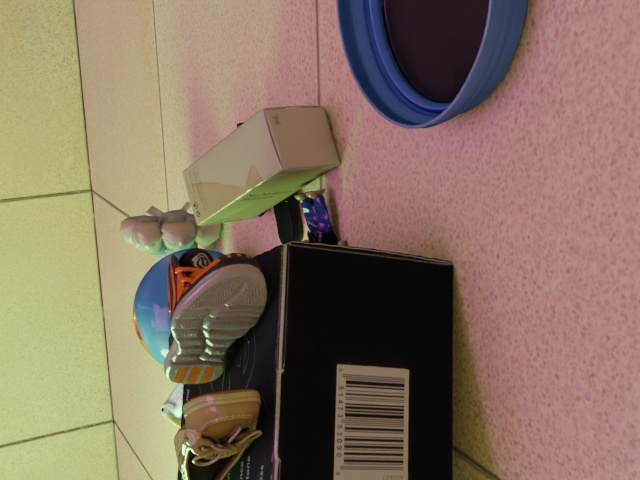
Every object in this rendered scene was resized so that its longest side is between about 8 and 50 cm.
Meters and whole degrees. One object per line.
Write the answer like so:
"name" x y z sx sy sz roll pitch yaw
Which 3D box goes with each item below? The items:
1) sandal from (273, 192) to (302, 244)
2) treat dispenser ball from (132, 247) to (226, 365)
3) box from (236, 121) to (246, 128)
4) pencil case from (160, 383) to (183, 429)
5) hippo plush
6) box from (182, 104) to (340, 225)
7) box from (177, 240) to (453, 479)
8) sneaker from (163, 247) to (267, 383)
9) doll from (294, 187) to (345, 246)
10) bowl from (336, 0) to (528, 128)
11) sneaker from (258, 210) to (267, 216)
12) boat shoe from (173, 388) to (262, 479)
"sandal" -0.088 -0.113 1.787 0.097 0.055 0.254 -22 79 63
"treat dispenser ball" -0.282 0.161 2.003 0.288 0.288 0.288 31 125 58
"box" -0.138 -0.208 1.844 0.018 0.067 0.083 3 100 63
"pencil case" -0.305 0.346 2.212 0.113 0.124 0.273 -104 38 -62
"hippo plush" -0.387 0.050 2.242 0.294 0.235 0.236 23 117 60
"box" -0.119 -0.138 1.668 0.311 0.148 0.121 -28 75 51
"box" -0.029 0.283 1.415 0.472 0.298 0.479 159 116 -62
"sneaker" -0.173 0.069 1.292 0.321 0.125 0.180 126 143 -48
"doll" 0.000 0.000 1.654 0.129 0.046 0.188 -8 98 55
"bowl" 0.145 -0.353 1.214 0.391 0.077 0.390 32 127 57
"sneaker" -0.149 -0.079 1.912 0.170 0.068 0.071 -27 80 62
"boat shoe" -0.138 0.274 1.194 0.285 0.105 0.089 116 148 -58
